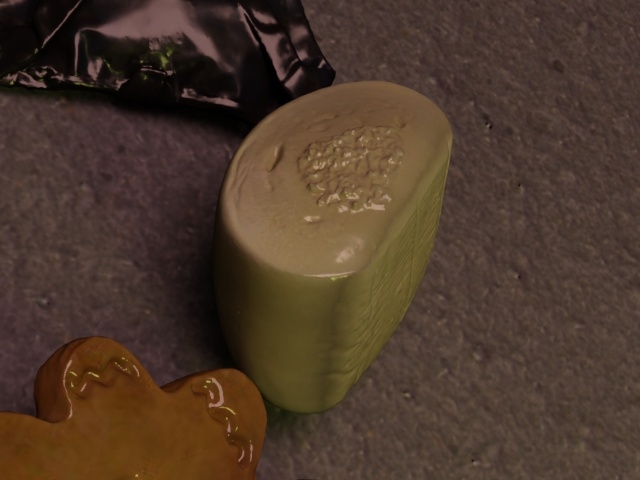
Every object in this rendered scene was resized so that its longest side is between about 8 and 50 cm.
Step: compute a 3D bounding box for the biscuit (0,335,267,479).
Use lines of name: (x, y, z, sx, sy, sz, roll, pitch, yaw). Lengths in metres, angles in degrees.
biscuit: (-0.162, 0.207, 1.161, 0.355, 0.052, 0.275, -8, 88, -43)

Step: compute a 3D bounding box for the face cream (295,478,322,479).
face cream: (-0.050, 0.353, 1.133, 0.145, 0.145, 0.370, 33, 65, -6)

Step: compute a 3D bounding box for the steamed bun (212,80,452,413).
steamed bun: (0.000, 0.000, 1.341, 0.154, 0.200, 0.250, 24, 48, 17)

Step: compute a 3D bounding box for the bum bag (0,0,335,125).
bum bag: (-0.135, -0.174, 1.440, 0.310, 0.074, 0.137, 8, 72, -16)
